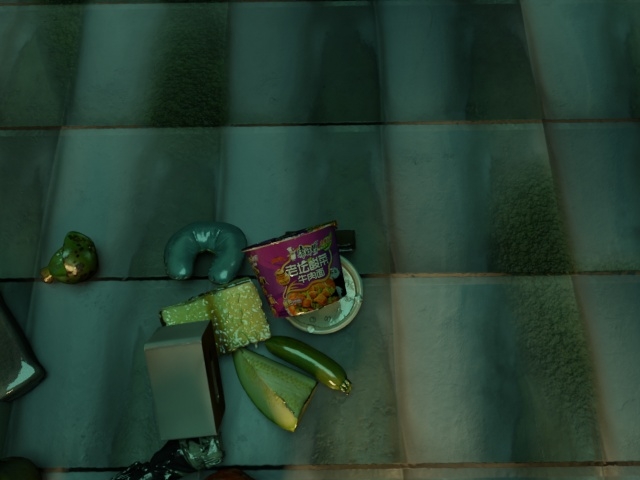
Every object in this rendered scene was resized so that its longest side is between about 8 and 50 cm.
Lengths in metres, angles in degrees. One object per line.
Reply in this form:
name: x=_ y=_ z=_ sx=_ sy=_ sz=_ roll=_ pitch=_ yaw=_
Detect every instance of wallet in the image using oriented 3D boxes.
wallet: x=0.000 y=0.000 z=1.640 sx=0.198 sy=0.110 sz=0.031 roll=-1 pitch=112 yaw=-1

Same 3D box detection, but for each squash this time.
squash: x=-0.027 y=0.314 z=1.527 sx=0.258 sy=0.069 sz=0.069 roll=28 pitch=71 yaw=9
squash: x=-0.153 y=0.376 z=1.480 sx=0.252 sy=0.169 sz=0.093 roll=23 pitch=114 yaw=9

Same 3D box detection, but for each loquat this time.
loquat: x=-0.738 y=0.619 z=1.358 sx=0.179 sy=0.179 sz=0.227 roll=15 pitch=73 yaw=7

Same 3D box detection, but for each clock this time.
clock: x=-0.002 y=0.143 z=1.601 sx=0.237 sy=0.053 sz=0.236 roll=0 pitch=71 yaw=1

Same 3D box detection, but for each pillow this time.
pillow: x=-0.316 y=0.030 z=1.606 sx=0.234 sy=0.086 sz=0.214 roll=5 pitch=47 yaw=8

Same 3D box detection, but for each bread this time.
bread: x=-0.279 y=0.206 z=1.541 sx=0.266 sy=0.142 sz=0.178 roll=-18 pitch=108 yaw=-9

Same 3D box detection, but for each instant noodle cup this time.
instant noodle cup: x=-0.052 y=0.075 z=1.468 sx=0.251 sy=0.251 sz=0.190 roll=-18 pitch=93 yaw=-6

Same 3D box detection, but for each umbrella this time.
umbrella: x=-0.402 y=0.554 z=1.411 sx=0.358 sy=0.113 sz=0.106 roll=-24 pitch=92 yaw=-9

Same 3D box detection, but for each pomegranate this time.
pomegranate: x=-0.677 y=0.064 z=1.609 sx=0.169 sy=0.122 sz=0.143 roll=-50 pitch=40 yaw=18

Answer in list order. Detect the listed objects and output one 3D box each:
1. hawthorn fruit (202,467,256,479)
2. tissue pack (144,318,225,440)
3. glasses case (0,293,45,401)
hawthorn fruit: x=-0.211 y=0.615 z=1.315 sx=0.208 sy=0.243 sz=0.207 roll=-1 pitch=68 yaw=3
tissue pack: x=-0.324 y=0.335 z=1.423 sx=0.136 sy=0.159 sz=0.245 roll=-7 pitch=100 yaw=-1
glasses case: x=-0.858 y=0.266 z=1.549 sx=0.131 sy=0.074 sz=0.323 roll=-35 pitch=72 yaw=-14
